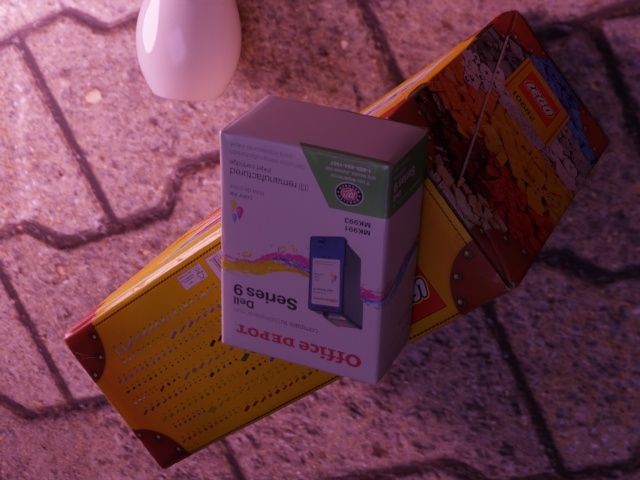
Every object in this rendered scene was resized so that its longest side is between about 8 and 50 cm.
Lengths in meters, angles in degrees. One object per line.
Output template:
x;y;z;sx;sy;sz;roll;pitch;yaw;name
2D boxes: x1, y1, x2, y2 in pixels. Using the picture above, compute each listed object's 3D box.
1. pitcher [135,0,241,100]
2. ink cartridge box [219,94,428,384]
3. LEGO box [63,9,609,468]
-0.172;-0.282;1.425;0.177;0.125;0.207;20;113;42;pitcher
0.000;0.000;1.024;0.154;0.093;0.212;14;122;20;ink cartridge box
0.018;0.000;1.300;0.500;0.372;0.193;-32;98;36;LEGO box
